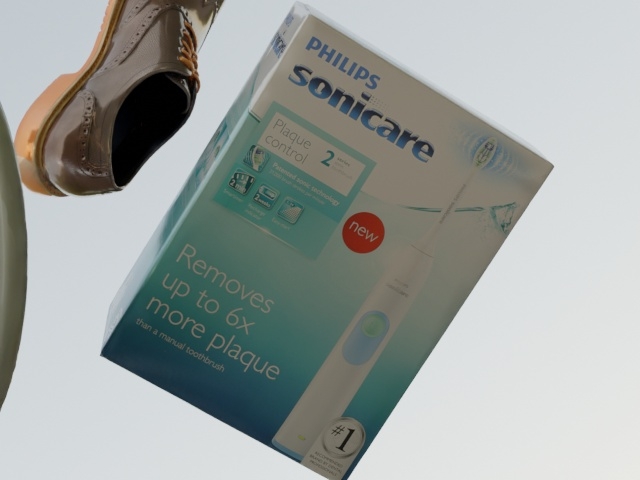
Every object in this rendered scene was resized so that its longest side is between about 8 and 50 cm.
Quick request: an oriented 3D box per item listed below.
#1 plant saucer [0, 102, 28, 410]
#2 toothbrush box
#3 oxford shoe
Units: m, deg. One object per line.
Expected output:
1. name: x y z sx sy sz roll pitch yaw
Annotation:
1. plant saucer: -0.374 0.001 1.050 0.100 0.400 0.400 -4 -42 -47
2. toothbrush box: 0.000 0.000 1.057 0.295 0.216 0.126 -57 13 9
3. oxford shoe: -0.164 -0.180 1.438 0.363 0.133 0.130 -61 -37 -26
